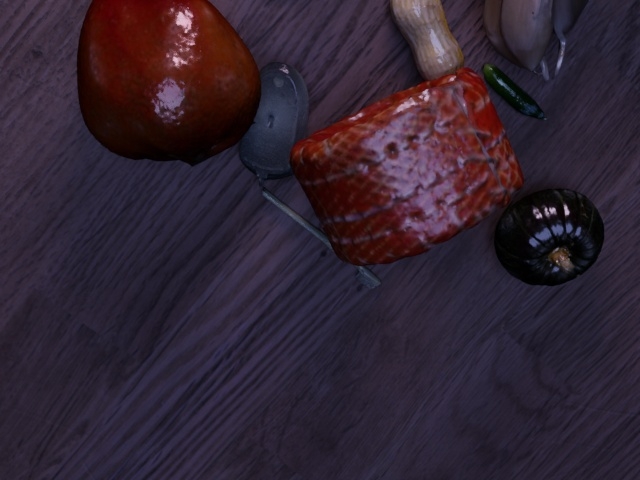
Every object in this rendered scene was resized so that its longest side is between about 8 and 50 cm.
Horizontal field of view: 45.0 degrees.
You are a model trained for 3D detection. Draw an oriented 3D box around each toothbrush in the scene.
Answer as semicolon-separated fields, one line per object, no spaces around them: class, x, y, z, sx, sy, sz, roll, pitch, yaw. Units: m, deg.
toothbrush;0.004;-0.004;1.446;0.294;0.026;0.028;42;115;-14

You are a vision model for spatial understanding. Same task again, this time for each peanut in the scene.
peanut;0.180;-0.358;1.320;0.087;0.087;0.206;-27;107;5

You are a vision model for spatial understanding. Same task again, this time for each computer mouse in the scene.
computer mouse;-0.078;-0.204;1.362;0.113;0.068;0.228;18;117;10

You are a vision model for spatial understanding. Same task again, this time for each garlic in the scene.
garlic;0.365;-0.409;1.250;0.210;0.237;0.292;-7;146;8

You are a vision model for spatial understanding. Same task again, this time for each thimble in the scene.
thimble;0.134;-0.116;1.258;0.350;0.350;0.230;-26;102;4

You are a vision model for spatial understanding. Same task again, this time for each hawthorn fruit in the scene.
hawthorn fruit;-0.254;-0.260;1.234;0.295;0.295;0.311;-38;100;8

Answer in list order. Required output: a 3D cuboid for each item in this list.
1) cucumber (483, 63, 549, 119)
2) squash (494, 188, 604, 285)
cucumber;0.348;-0.260;1.385;0.155;0.037;0.037;37;101;-12
squash;0.415;-0.005;1.406;0.193;0.156;0.193;9;121;15
